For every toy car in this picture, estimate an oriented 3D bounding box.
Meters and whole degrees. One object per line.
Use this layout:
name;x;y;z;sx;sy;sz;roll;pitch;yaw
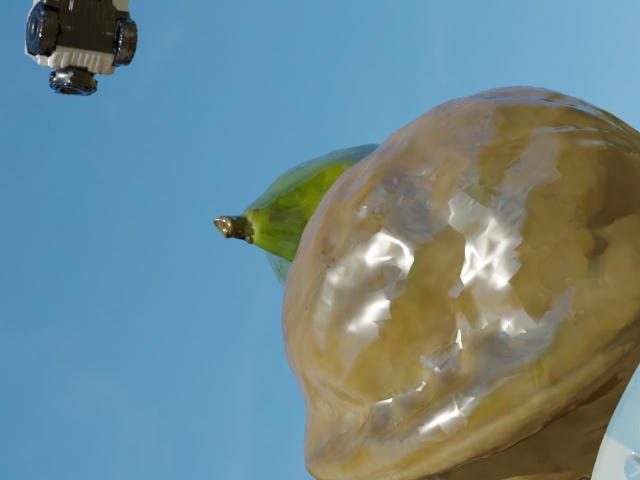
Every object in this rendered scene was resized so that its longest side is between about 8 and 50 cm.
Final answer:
toy car;-0.185;-0.198;1.290;0.080;0.070;0.170;6;-91;-26

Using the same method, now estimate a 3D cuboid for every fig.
fig;0.024;0.017;1.869;0.314;0.233;0.233;-39;-39;-53

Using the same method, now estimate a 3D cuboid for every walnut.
walnut;0.152;0.053;1.394;0.383;0.384;0.383;-44;-35;-43

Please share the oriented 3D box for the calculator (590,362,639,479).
calculator;0.282;0.147;1.104;0.042;0.188;0.302;-4;-54;-52
